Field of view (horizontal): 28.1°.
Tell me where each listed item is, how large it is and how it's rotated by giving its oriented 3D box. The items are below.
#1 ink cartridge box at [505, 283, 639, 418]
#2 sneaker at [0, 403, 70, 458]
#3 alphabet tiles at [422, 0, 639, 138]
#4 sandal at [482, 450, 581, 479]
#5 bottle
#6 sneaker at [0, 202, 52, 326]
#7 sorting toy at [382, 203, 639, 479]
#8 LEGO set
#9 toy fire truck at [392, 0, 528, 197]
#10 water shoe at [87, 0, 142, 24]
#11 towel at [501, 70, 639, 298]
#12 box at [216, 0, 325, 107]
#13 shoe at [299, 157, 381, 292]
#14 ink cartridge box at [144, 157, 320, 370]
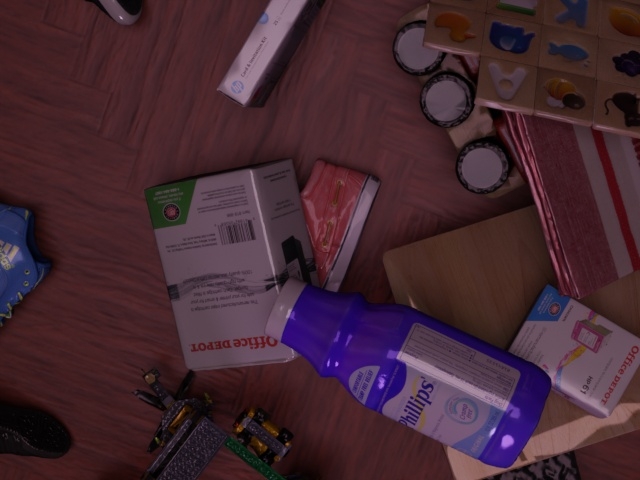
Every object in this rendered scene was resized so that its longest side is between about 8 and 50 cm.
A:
[{"bbox_3d":[0.260,0.114,1.307,0.122,0.052,0.088,31,82,6],"label":"ink cartridge box"},{"bbox_3d":[-0.382,0.224,1.474,0.170,0.051,0.089,24,136,-27],"label":"sneaker"},{"bbox_3d":[0.256,-0.250,1.300,0.285,0.011,0.343,12,55,0],"label":"alphabet tiles"},{"bbox_3d":[0.247,0.351,1.446,0.167,0.107,0.446,-9,83,1],"label":"sandal"},{"bbox_3d":[0.083,0.124,1.277,0.283,0.092,0.118,25,138,6],"label":"bottle"},{"bbox_3d":[-0.371,0.065,1.437,0.126,0.091,0.240,5,96,1],"label":"sneaker"},{"bbox_3d":[0.224,0.103,1.382,0.255,0.089,0.257,-17,80,-1],"label":"sorting toy"},{"bbox_3d":[-0.159,0.327,1.434,0.255,0.192,0.331,33,82,-16],"label":"LEGO set"},{"bbox_3d":[0.230,-0.193,1.366,0.246,0.158,0.217,-27,94,16],"label":"toy fire truck"},{"bbox_3d":[-0.279,-0.310,1.411,0.080,0.073,0.203,-37,94,33],"label":"water shoe"},{"bbox_3d":[0.341,-0.103,1.333,0.329,0.037,0.237,-22,98,-28],"label":"towel"},{"bbox_3d":[-0.038,-0.229,1.360,0.038,0.145,0.186,31,98,1],"label":"box"},{"bbox_3d":[0.000,0.000,1.429,0.081,0.063,0.178,21,94,4],"label":"shoe"},{"bbox_3d":[-0.089,0.027,1.395,0.153,0.087,0.208,-8,97,32],"label":"ink cartridge box"}]
